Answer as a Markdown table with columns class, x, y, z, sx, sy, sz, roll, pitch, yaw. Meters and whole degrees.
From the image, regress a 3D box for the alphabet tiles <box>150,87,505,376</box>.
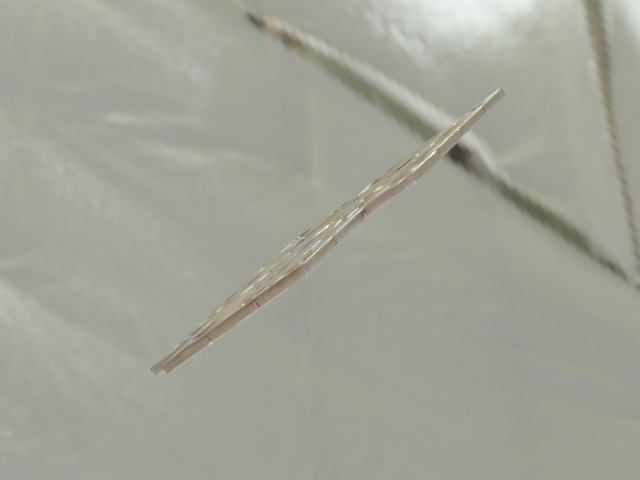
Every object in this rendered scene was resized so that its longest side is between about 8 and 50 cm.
| class | x | y | z | sx | sy | sz | roll | pitch | yaw |
| --- | --- | --- | --- | --- | --- | --- | --- | --- | --- |
| alphabet tiles | 0.000 | 0.000 | 1.057 | 0.009 | 0.198 | 0.237 | 52 | -147 | -4 |
